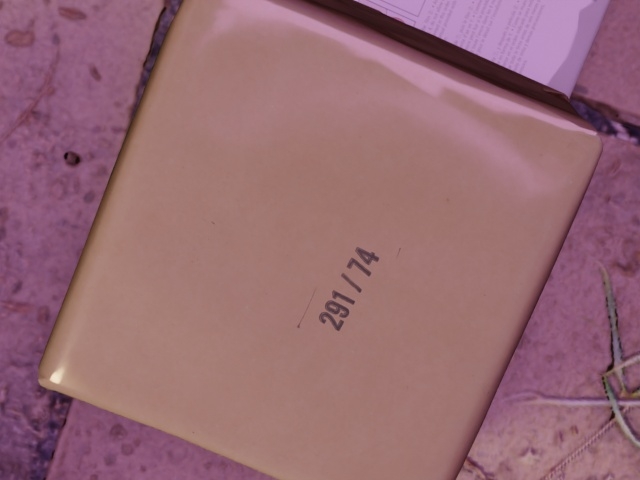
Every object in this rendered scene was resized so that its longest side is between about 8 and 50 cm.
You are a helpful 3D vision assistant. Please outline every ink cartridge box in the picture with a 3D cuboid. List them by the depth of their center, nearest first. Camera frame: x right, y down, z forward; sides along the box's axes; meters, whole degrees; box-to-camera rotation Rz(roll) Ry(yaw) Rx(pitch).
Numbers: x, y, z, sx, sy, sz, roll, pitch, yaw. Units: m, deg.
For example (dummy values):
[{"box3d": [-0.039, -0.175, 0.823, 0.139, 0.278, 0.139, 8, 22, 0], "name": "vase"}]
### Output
[{"box3d": [0.096, -0.187, 1.243, 0.239, 0.060, 0.275, 24, 88, -3], "name": "ink cartridge box"}]

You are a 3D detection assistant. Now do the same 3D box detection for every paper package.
[{"box3d": [0.000, 0.000, 1.143, 0.310, 0.168, 0.324, 22, 104, -3], "name": "paper package"}]
